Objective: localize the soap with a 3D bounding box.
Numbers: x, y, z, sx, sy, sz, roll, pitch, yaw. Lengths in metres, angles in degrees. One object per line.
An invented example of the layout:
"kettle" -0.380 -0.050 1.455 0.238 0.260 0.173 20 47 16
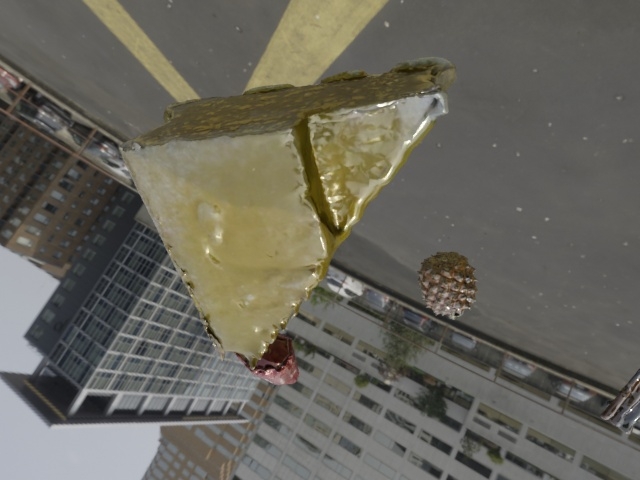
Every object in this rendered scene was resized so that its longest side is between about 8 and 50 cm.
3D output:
"soap" 0.000 0.000 0.468 0.305 0.169 0.338 -3 126 13

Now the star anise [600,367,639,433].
"star anise" 0.369 0.181 0.313 0.148 0.237 0.346 51 173 3

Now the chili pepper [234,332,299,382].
"chili pepper" -0.126 0.311 1.037 0.144 0.136 0.252 -11 145 0

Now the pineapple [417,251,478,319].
"pineapple" 0.347 0.129 1.100 0.166 0.166 0.192 11 119 56
